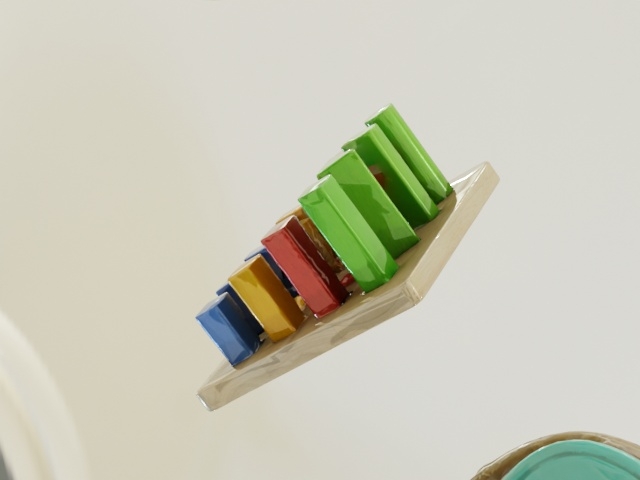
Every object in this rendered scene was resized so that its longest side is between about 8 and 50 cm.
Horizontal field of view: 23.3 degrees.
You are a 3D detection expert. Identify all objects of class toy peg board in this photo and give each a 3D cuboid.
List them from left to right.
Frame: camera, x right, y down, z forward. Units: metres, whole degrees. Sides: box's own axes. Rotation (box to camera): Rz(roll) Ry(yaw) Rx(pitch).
[{"bbox_3d":[0.000,0.000,0.900,0.160,0.161,0.079,-30,-79,33],"label":"toy peg board"}]

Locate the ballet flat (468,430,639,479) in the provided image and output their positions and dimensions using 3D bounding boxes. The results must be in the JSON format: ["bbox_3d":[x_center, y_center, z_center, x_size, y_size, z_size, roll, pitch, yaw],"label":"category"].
[{"bbox_3d":[0.002,0.205,0.494,0.116,0.342,0.124,36,-13,22],"label":"ballet flat"}]
